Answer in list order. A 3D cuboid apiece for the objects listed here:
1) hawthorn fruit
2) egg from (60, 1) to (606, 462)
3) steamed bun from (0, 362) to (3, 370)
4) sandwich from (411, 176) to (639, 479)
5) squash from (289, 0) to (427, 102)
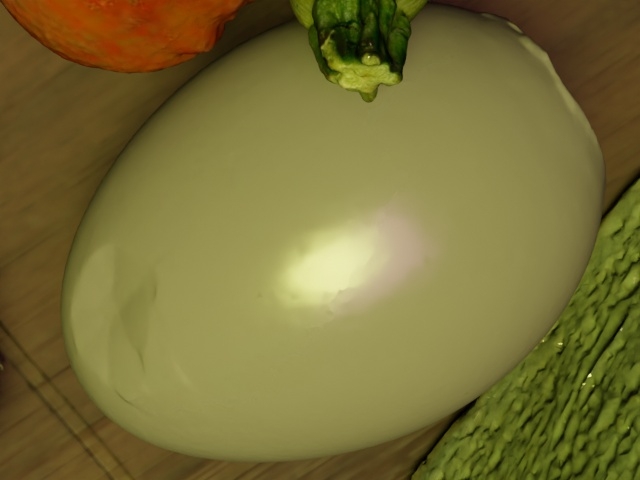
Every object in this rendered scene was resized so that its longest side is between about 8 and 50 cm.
[{"bbox_3d":[-0.077,-0.137,0.415,0.133,0.133,0.138,-43,100,4],"label":"hawthorn fruit"},{"bbox_3d":[0.000,0.000,0.448,0.232,0.176,0.176,-25,110,1],"label":"egg"},{"bbox_3d":[-0.271,0.061,0.413,0.273,0.166,0.232,-12,109,-14],"label":"steamed bun"},{"bbox_3d":[0.166,0.103,0.463,0.095,0.273,0.249,32,97,-19],"label":"sandwich"},{"bbox_3d":[0.032,-0.150,0.406,0.066,0.066,0.252,34,57,-19],"label":"squash"}]
